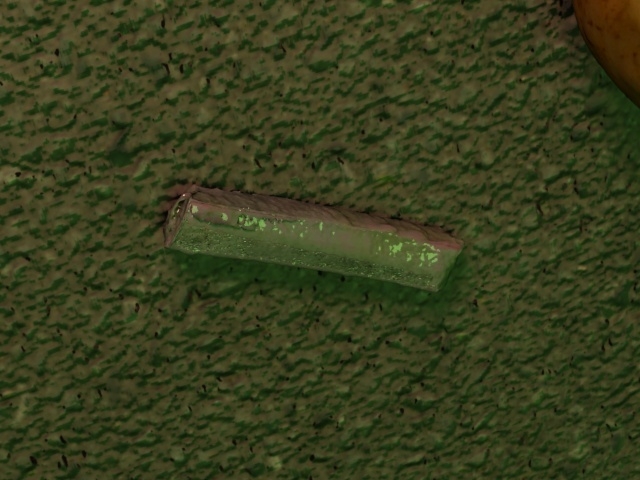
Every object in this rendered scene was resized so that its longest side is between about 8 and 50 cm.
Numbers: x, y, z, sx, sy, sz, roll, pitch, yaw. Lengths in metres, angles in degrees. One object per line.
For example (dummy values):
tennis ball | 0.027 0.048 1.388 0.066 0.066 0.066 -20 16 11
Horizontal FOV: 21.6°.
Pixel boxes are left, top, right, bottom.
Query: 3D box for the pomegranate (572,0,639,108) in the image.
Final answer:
pomegranate | 0.248 -0.151 1.013 0.196 0.196 0.196 -9 122 -15

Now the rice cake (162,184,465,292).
rice cake | 0.000 0.000 1.091 0.211 0.034 0.043 9 119 -24
